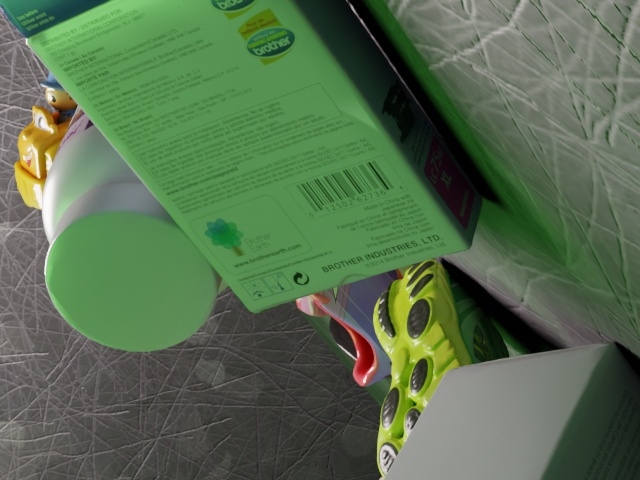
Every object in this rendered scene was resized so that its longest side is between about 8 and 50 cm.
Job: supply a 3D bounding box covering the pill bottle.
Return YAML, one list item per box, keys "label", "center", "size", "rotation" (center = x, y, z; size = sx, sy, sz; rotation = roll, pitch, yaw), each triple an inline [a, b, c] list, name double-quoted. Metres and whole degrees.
- label: "pill bottle"
  center: [-0.125, -0.050, 1.200]
  size: [0.169, 0.169, 0.301]
  rotation: [51, -157, -24]

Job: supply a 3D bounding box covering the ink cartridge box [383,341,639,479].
- label: "ink cartridge box"
  center: [0.191, 0.306, 1.043]
  size: [0.160, 0.279, 0.384]
  rotation: [-16, 121, 45]

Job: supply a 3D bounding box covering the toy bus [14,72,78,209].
- label: "toy bus"
  center: [-0.186, -0.143, 1.425]
  size: [0.149, 0.220, 0.211]
  rotation: [-148, 46, -62]

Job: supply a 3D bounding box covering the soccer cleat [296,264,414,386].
- label: "soccer cleat"
  center: [0.000, 0.000, 1.416]
  size: [0.318, 0.116, 0.108]
  rotation: [51, 174, -22]

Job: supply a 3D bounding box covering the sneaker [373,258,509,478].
- label: "sneaker"
  center: [0.116, 0.124, 1.244]
  size: [0.123, 0.109, 0.295]
  rotation: [34, -152, -20]

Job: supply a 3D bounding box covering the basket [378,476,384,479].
- label: "basket"
  center: [0.199, 0.373, 1.527]
  size: [0.331, 0.266, 0.328]
  rotation: [53, 174, -10]

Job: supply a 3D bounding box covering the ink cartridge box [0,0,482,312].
- label: "ink cartridge box"
  center: [-0.052, -0.093, 0.972]
  size: [0.311, 0.186, 0.065]
  rotation: [50, -142, -31]

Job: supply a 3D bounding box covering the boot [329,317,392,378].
- label: "boot"
  center: [0.101, 0.151, 1.758]
  size: [0.280, 0.096, 0.264]
  rotation: [51, 173, -31]
